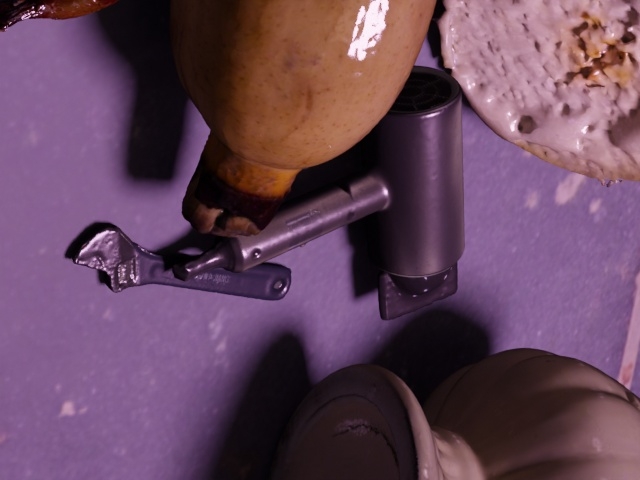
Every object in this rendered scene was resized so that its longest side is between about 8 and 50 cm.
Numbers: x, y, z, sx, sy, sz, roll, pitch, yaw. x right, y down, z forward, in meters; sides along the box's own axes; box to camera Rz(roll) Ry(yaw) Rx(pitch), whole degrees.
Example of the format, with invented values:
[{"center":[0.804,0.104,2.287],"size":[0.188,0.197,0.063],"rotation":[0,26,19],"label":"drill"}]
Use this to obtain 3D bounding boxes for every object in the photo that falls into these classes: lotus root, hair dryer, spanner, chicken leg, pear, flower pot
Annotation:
[{"center":[-0.019,-0.137,1.245],"size":[0.183,0.183,0.310],"rotation":[-2,116,-43],"label":"lotus root"},{"center":[0.000,0.000,1.423],"size":[0.248,0.078,0.195],"rotation":[-22,126,-26],"label":"hair dryer"},{"center":[-0.094,0.020,1.380],"size":[0.208,0.012,0.046],"rotation":[9,104,-46],"label":"spanner"},{"center":[-0.143,-0.174,1.213],"size":[0.062,0.037,0.145],"rotation":[43,79,-24],"label":"chicken leg"},{"center":[0.236,-0.179,1.442],"size":[0.178,0.267,0.267],"rotation":[-59,143,-35],"label":"pear"},{"center":[0.103,0.222,1.496],"size":[0.244,0.307,0.307],"rotation":[17,100,-31],"label":"flower pot"}]

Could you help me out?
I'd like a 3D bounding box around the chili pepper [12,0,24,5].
[{"center":[-0.237,-0.225,1.091],"size":[0.268,0.059,0.050],"rotation":[47,39,-43],"label":"chili pepper"}]
